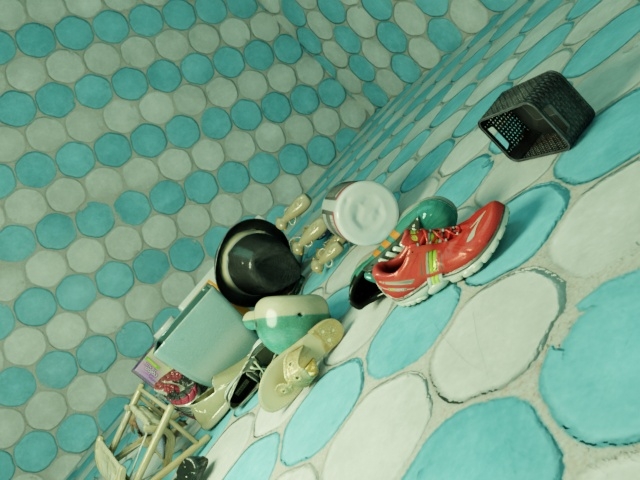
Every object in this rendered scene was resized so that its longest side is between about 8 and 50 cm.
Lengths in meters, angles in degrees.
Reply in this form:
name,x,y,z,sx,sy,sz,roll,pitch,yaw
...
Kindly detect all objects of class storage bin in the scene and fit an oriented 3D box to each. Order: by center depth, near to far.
name,x,y,z,sx,sy,sz,roll,pitch,yaw
storage bin,0.399,-0.228,0.993,0.084,0.122,0.180,-49,11,-10

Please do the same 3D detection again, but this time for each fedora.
name,x,y,z,sx,sy,sz,roll,pitch,yaw
fedora,-0.180,0.085,1.729,0.152,0.334,0.334,11,54,43

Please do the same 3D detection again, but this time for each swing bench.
name,x,y,z,sx,sy,sz,roll,pitch,yaw
swing bench,-0.466,0.548,1.383,0.253,0.165,0.255,-1,45,54

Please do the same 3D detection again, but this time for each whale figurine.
name,x,y,z,sx,sy,sz,roll,pitch,yaw
whale figurine,-0.078,0.209,1.269,0.272,0.216,0.141,141,125,-69

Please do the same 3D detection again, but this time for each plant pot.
name,x,y,z,sx,sy,sz,roll,pitch,yaw
plant pot,-0.318,0.303,1.583,0.247,0.252,0.248,-51,11,-12

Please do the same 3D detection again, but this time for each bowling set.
name,x,y,z,sx,sy,sz,roll,pitch,yaw
bowling set,0.000,0.000,1.755,0.154,0.199,0.287,-44,55,18

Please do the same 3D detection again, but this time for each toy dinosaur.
name,x,y,z,sx,sy,sz,roll,pitch,yaw
toy dinosaur,-0.522,0.605,1.676,0.200,0.127,0.295,-62,30,10

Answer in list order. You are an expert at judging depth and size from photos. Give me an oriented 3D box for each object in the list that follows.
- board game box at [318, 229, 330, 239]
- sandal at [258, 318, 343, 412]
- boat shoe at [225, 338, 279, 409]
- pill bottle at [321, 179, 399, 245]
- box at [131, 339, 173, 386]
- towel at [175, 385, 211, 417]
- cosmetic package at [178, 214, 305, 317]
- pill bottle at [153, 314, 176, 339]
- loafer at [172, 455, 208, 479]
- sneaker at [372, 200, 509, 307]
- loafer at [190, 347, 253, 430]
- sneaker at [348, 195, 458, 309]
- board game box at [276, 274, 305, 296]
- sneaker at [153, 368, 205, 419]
name,x,y,z,sx,sy,sz,roll,pitch,yaw
board game box,0.062,-0.097,2.048,0.194,0.060,0.194,-43,10,24
sandal,-0.037,0.253,1.090,0.240,0.088,0.079,-46,4,-17
boat shoe,-0.163,0.336,1.352,0.219,0.077,0.070,-56,10,-2
pill bottle,0.099,-0.085,1.533,0.176,0.176,0.318,-48,11,-2
box,-0.576,0.479,2.081,0.243,0.213,0.117,-54,13,-29
towel,-0.405,0.523,1.761,0.197,0.029,0.144,-33,15,53
cosmetic package,-0.280,0.157,1.943,0.453,0.230,0.161,-53,-8,-23
pill bottle,-0.495,0.395,1.973,0.136,0.245,0.136,-46,11,11
loafer,-0.311,0.561,1.196,0.170,0.062,0.061,-53,-29,9
sneaker,0.199,0.016,0.920,0.279,0.118,0.107,-41,13,31
loafer,-0.251,0.389,1.438,0.268,0.092,0.102,-50,11,-11
sneaker,0.160,0.040,1.056,0.302,0.108,0.121,-50,8,39
board game box,-0.134,0.205,1.819,0.186,0.026,0.126,-42,11,28
sneaker,-0.433,0.475,1.642,0.120,0.112,0.299,-37,19,-19
